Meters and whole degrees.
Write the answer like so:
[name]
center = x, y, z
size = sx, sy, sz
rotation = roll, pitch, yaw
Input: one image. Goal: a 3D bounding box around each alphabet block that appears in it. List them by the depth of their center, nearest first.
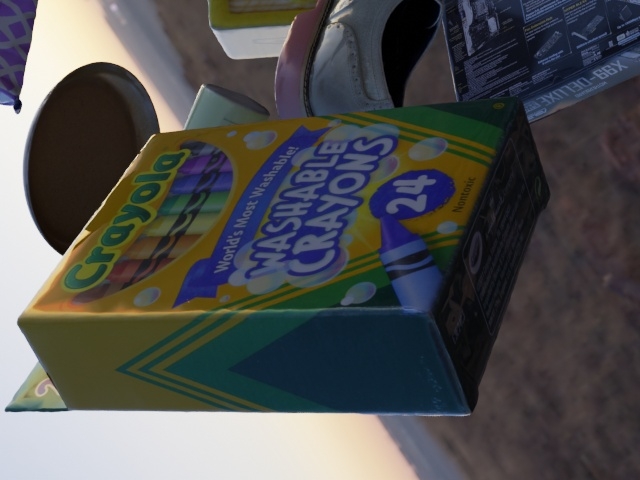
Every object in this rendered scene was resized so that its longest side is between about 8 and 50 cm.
[alphabet block]
center = -0.046, -0.354, 1.822
size = 0.197, 0.193, 0.192
rotation = 58, -154, -84

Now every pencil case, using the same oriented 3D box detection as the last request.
[pencil case]
center = -0.299, -0.223, 1.258
size = 0.088, 0.086, 0.206
rotation = 99, 179, -82

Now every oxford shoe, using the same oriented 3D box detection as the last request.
[oxford shoe]
center = 0.079, -0.275, 1.492
size = 0.146, 0.397, 0.140
rotation = 2, 154, 30

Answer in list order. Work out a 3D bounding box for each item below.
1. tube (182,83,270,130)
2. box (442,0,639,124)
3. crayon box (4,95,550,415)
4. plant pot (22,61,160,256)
[tube]
center = -0.118, -0.010, 1.137
size = 0.070, 0.240, 0.062
rotation = 21, -168, -14
[box]
center = 0.311, -0.301, 1.837
size = 0.076, 0.307, 0.242
rotation = 22, -128, -47
[crayon box]
center = -0.041, 0.011, 0.858
size = 0.083, 0.323, 0.203
rotation = 67, -147, -32
[plant pot]
center = -0.270, -0.092, 1.610
size = 0.032, 0.236, 0.236
rotation = 10, 150, 31
